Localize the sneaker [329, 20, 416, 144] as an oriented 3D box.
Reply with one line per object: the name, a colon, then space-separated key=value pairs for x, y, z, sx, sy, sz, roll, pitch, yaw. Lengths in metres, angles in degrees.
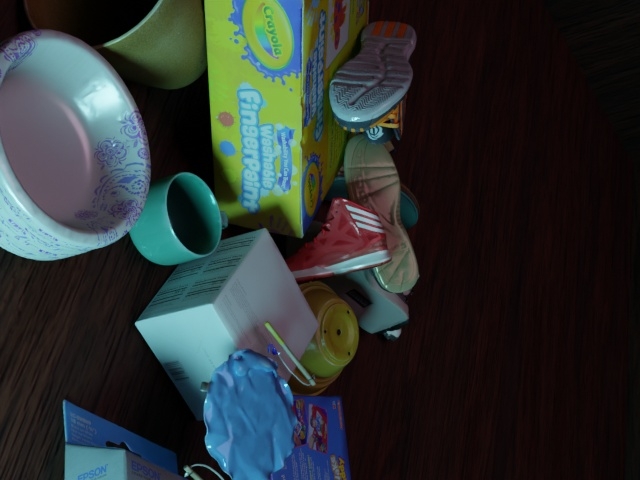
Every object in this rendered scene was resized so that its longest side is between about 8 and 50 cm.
sneaker: x=0.095 y=-0.219 z=1.889 sx=0.321 sy=0.125 sz=0.180 roll=-61 pitch=158 yaw=-52

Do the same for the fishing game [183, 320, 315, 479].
fishing game: x=-0.103 y=0.245 z=1.591 sx=0.189 sy=0.041 sz=0.264 roll=50 pitch=48 yaw=-32

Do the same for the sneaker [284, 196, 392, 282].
sneaker: x=0.000 y=0.000 z=1.919 sx=0.087 sy=0.221 sz=0.128 roll=142 pitch=-63 yaw=-81

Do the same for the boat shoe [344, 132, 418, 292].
boat shoe: x=0.093 y=-0.043 z=2.007 sx=0.103 sy=0.092 sz=0.285 roll=-15 pitch=85 yaw=-21

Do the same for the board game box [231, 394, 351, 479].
board game box: x=-0.038 y=0.422 z=1.831 sx=0.233 sy=0.078 sz=0.347 roll=15 pitch=65 yaw=-56

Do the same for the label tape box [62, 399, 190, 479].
label tape box: x=-0.211 y=0.370 z=1.471 sx=0.240 sy=0.106 sz=0.333 roll=39 pitch=32 yaw=-46

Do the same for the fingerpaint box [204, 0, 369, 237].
fingerpaint box: x=-0.046 y=-0.295 z=1.868 sx=0.371 sy=0.163 sz=0.444 roll=-63 pitch=160 yaw=-48

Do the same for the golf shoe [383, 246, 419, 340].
golf shoe: x=0.150 y=0.097 z=2.263 sx=0.077 sy=0.094 sz=0.198 roll=16 pitch=66 yaw=-57

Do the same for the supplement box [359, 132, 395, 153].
supplement box: x=0.101 y=-0.215 z=2.320 sx=0.083 sy=0.056 sz=0.083 roll=52 pitch=11 yaw=-34

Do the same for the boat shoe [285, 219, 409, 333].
boat shoe: x=0.044 y=0.029 z=2.116 sx=0.340 sy=0.127 sz=0.158 roll=47 pitch=28 yaw=-42

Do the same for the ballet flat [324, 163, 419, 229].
ballet flat: x=0.078 y=-0.115 z=2.243 sx=0.342 sy=0.116 sz=0.124 roll=18 pitch=43 yaw=-51

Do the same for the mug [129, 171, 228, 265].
mug: x=-0.216 y=-0.021 z=1.710 sx=0.158 sy=0.097 sz=0.129 roll=47 pitch=41 yaw=-40

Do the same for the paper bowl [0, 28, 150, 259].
paper bowl: x=-0.362 y=-0.114 z=1.464 sx=0.284 sy=0.148 sz=0.284 roll=29 pitch=54 yaw=-51

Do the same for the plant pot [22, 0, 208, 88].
plant pot: x=-0.264 y=-0.326 z=1.675 sx=0.254 sy=0.237 sz=0.237 roll=46 pitch=39 yaw=-64

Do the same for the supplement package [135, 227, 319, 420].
supplement package: x=-0.135 y=0.125 z=1.729 sx=0.194 sy=0.149 sz=0.203 roll=62 pitch=33 yaw=-23

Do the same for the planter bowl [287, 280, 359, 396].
planter bowl: x=0.003 y=0.159 z=1.961 sx=0.217 sy=0.090 sz=0.217 roll=12 pitch=75 yaw=-49
